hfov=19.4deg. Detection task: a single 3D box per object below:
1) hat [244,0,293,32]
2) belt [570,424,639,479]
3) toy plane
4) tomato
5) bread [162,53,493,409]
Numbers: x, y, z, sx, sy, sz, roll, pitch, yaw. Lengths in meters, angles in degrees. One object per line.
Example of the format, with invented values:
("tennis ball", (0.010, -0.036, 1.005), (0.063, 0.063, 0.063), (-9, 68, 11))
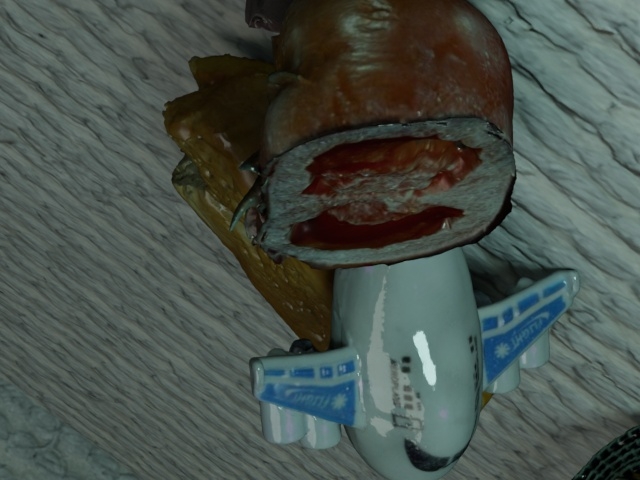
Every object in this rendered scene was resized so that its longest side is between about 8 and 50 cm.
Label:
("hat", (-0.018, -0.159, 1.274), (0.058, 0.042, 0.087), (25, -168, 32))
("belt", (0.296, 0.249, 1.450), (0.150, 0.207, 0.257), (42, 166, -26))
("toy plane", (0.067, 0.066, 1.373), (0.267, 0.267, 0.122), (51, 178, -37))
("tomato", (0.031, -0.086, 1.174), (0.180, 0.155, 0.214), (-1, 156, -8))
("bread", (0.000, 0.000, 1.495), (0.185, 0.109, 0.380), (16, 152, 54))
